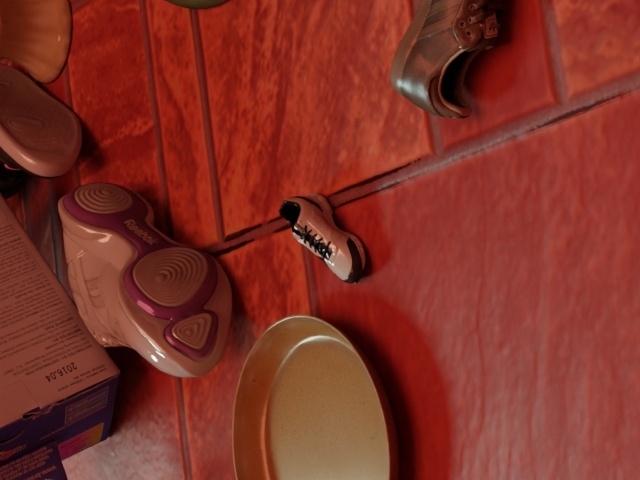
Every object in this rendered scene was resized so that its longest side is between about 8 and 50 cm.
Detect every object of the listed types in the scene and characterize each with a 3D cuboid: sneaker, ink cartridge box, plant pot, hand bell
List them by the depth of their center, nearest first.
[{"bbox_3d":[0.115,-0.181,1.088,0.071,0.066,0.188,36,126,29],"label":"sneaker"},{"bbox_3d":[0.000,0.000,1.250,0.109,0.043,0.040,50,127,39],"label":"sneaker"},{"bbox_3d":[-0.002,0.182,1.264,0.236,0.032,0.236,0,91,55],"label":"plant pot"},{"bbox_3d":[-0.174,0.062,1.458,0.305,0.114,0.152,46,140,48],"label":"sneaker"},{"bbox_3d":[-0.399,0.133,1.551,0.395,0.270,0.151,51,148,26],"label":"ink cartridge box"},{"bbox_3d":[-0.423,-0.250,1.658,0.126,0.242,0.126,1,91,55],"label":"hand bell"},{"bbox_3d":[-0.361,-0.098,1.702,0.296,0.104,0.147,42,126,51],"label":"sneaker"}]

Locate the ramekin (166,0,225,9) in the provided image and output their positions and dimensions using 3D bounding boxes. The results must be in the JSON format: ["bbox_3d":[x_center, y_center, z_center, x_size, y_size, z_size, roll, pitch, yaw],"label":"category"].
[{"bbox_3d":[-0.167,-0.380,1.383,0.303,0.148,0.303,1,91,54],"label":"ramekin"}]
